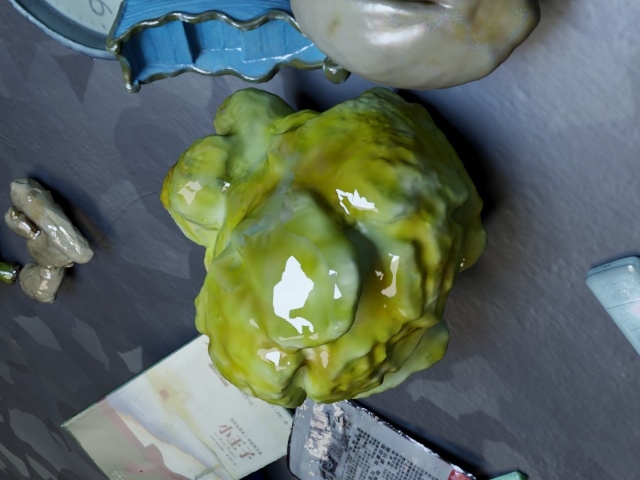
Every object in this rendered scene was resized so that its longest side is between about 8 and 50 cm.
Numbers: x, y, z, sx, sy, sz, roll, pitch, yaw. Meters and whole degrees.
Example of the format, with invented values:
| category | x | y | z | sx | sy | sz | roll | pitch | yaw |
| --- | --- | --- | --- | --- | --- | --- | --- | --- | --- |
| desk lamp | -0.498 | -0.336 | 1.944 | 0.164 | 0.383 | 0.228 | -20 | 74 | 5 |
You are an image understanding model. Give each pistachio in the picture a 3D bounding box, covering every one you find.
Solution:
| category | x | y | z | sx | sy | sz | roll | pitch | yaw |
| --- | --- | --- | --- | --- | --- | --- | --- | --- | --- |
| pistachio | 0.053 | -0.164 | 0.526 | 0.185 | 0.124 | 0.124 | 32 | 143 | 39 |

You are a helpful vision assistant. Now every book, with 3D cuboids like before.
| category | x | y | z | sx | sy | sz | roll | pitch | yaw |
| --- | --- | --- | --- | --- | --- | --- | --- | --- | --- |
| book | -0.182 | 0.251 | 1.056 | 0.289 | 0.026 | 0.201 | -34 | 100 | 20 |

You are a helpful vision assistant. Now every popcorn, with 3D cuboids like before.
| category | x | y | z | sx | sy | sz | roll | pitch | yaw |
| --- | --- | --- | --- | --- | --- | --- | --- | --- | --- |
| popcorn | -0.004 | -0.005 | 0.640 | 0.276 | 0.276 | 0.225 | 16 | 170 | 29 |

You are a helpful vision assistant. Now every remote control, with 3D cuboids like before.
| category | x | y | z | sx | sy | sz | roll | pitch | yaw |
| --- | --- | --- | --- | --- | --- | --- | --- | --- | --- |
| remote control | 0.261 | 0.067 | 0.625 | 0.124 | 0.018 | 0.053 | 50 | 142 | -8 |

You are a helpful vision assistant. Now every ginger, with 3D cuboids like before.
| category | x | y | z | sx | sy | sz | roll | pitch | yaw |
| --- | --- | --- | --- | --- | --- | --- | --- | --- | --- |
| ginger | -0.382 | 0.001 | 1.084 | 0.149 | 0.065 | 0.258 | 57 | 147 | 2 |

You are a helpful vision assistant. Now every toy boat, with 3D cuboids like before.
| category | x | y | z | sx | sy | sz | roll | pitch | yaw |
| --- | --- | --- | --- | --- | --- | --- | --- | --- | --- |
| toy boat | -0.068 | -0.147 | 0.616 | 0.185 | 0.077 | 0.075 | -5 | 156 | -2 |

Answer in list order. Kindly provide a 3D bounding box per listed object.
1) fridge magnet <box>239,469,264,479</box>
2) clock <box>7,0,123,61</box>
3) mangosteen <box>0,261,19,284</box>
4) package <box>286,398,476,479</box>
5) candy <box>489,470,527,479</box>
| category | x | y | z | sx | sy | sz | roll | pitch | yaw |
| --- | --- | --- | --- | --- | --- | --- | --- | --- | --- |
| fridge magnet | -0.182 | 0.371 | 1.200 | 0.265 | 0.113 | 0.265 | 22 | 136 | 22 |
| clock | -0.204 | -0.303 | 0.649 | 0.325 | 0.067 | 0.325 | 23 | 137 | 23 |
| mangosteen | -0.577 | 0.029 | 1.206 | 0.184 | 0.172 | 0.172 | -23 | 110 | 21 |
| package | 0.058 | 0.276 | 0.929 | 0.239 | 0.030 | 0.154 | 28 | 118 | 31 |
| candy | 0.116 | 0.323 | 0.949 | 0.335 | 0.092 | 0.093 | -36 | 61 | 43 |
